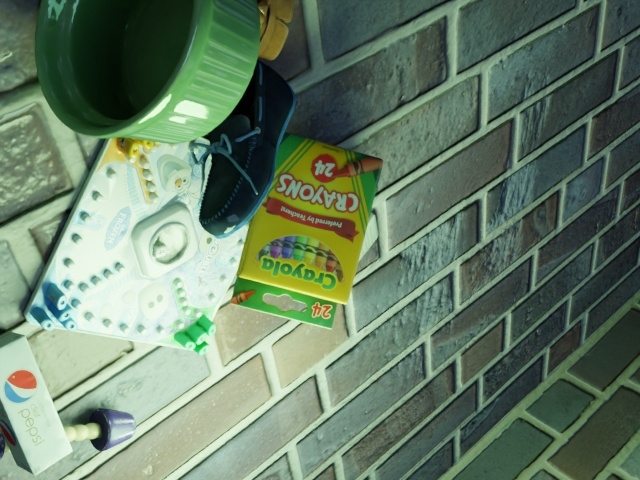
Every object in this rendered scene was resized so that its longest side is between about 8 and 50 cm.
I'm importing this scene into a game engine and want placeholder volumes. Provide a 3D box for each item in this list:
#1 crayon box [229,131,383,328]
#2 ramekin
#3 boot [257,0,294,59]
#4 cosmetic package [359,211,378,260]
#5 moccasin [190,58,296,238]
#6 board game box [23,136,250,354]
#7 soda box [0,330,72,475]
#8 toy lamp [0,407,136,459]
[{"bbox_3d":[-0.025,-0.015,1.366,0.202,0.081,0.319,14,86,-9],"label":"crayon box"},{"bbox_3d":[-0.225,-0.274,1.024,0.148,0.303,0.304,8,108,-56],"label":"ramekin"},{"bbox_3d":[-0.160,-0.324,1.221,0.220,0.109,0.284,12,97,-53],"label":"boot"},{"bbox_3d":[0.000,0.000,1.505,0.184,0.151,0.151,-52,165,-8],"label":"cosmetic package"},{"bbox_3d":[-0.144,-0.159,1.261,0.117,0.137,0.342,46,40,-37],"label":"moccasin"},{"bbox_3d":[-0.264,0.008,1.347,0.390,0.050,0.390,21,97,-50],"label":"board game box"},{"bbox_3d":[-0.473,0.255,1.210,0.073,0.069,0.216,-30,113,-40],"label":"soda box"},{"bbox_3d":[-0.452,0.340,1.340,0.274,0.080,0.080,6,109,-45],"label":"toy lamp"}]
